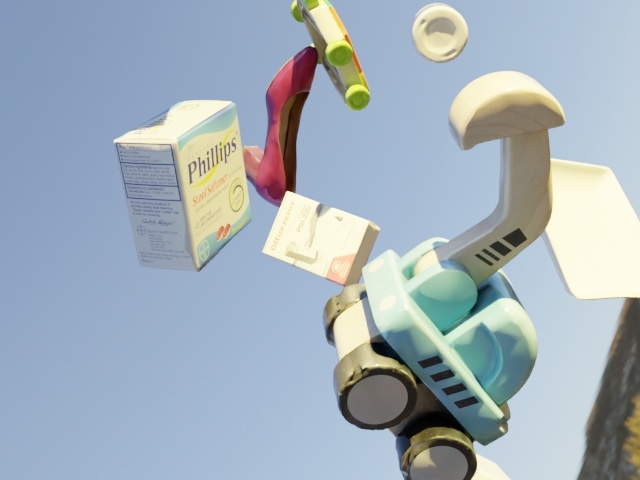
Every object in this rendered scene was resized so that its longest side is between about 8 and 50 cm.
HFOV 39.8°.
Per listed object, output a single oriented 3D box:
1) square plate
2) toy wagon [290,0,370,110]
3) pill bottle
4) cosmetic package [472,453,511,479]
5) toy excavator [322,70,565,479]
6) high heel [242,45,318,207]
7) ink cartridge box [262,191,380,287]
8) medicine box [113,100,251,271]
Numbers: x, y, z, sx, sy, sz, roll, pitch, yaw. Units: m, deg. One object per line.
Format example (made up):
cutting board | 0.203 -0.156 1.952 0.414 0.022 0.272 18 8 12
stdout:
square plate | 0.565 -0.019 1.864 0.344 0.347 0.049 3 -33 -36
toy wagon | 0.011 -0.445 1.928 0.068 0.267 0.344 -28 -49 -2
pill bottle | 0.327 -0.583 2.468 0.272 0.152 0.152 -75 -2 -72
cosmetic package | 0.281 0.461 1.602 0.117 0.085 0.231 -63 -1 -4
toy excavator | 0.194 0.055 1.182 0.445 0.222 0.433 -36 -67 11
high heel | -0.056 -0.260 2.080 0.127 0.181 0.377 -22 -34 -53
ink cartridge box | 0.000 0.000 1.998 0.158 0.218 0.092 -68 -24 -3
medicine box | -0.281 -0.121 1.869 0.263 0.149 0.289 -50 -41 -56
